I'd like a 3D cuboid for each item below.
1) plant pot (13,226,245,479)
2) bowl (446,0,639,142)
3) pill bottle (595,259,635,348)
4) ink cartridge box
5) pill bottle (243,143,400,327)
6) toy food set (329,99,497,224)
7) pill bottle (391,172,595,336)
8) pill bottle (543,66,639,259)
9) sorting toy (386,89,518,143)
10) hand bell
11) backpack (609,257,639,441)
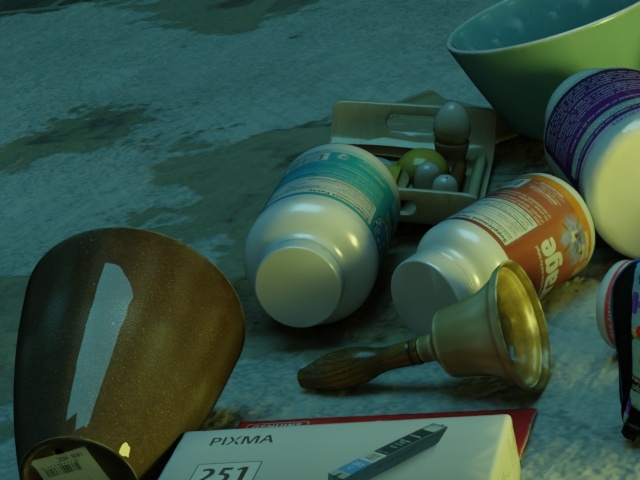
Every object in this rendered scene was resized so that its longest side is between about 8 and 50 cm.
[{"bbox_3d":[-0.193,0.141,1.563,0.215,0.215,0.230,-6,34,14],"label":"plant pot"},{"bbox_3d":[0.338,-0.236,2.257,0.311,0.163,0.311,-19,17,6],"label":"bowl"},{"bbox_3d":[0.344,0.067,1.598,0.160,0.087,0.087,5,26,40],"label":"pill bottle"},{"bbox_3d":[0.024,0.187,1.480,0.296,0.066,0.261,-5,22,17],"label":"ink cartridge box"},{"bbox_3d":[0.000,0.000,1.883,0.146,0.146,0.264,-6,21,14],"label":"pill bottle"},{"bbox_3d":[0.099,-0.107,2.133,0.219,0.092,0.306,5,23,9],"label":"toy food set"},{"bbox_3d":[0.176,0.021,1.768,0.121,0.121,0.216,9,29,44],"label":"pill bottle"},{"bbox_3d":[0.345,-0.100,1.930,0.169,0.169,0.301,-12,21,-2],"label":"pill bottle"},{"bbox_3d":[0.147,-0.147,2.373,0.193,0.038,0.208,-22,27,-27],"label":"sorting toy"},{"bbox_3d":[0.085,0.106,1.647,0.242,0.126,0.126,-15,17,26],"label":"hand bell"},{"bbox_3d":[0.325,0.082,1.440,0.158,0.173,0.117,6,26,42],"label":"backpack"}]
